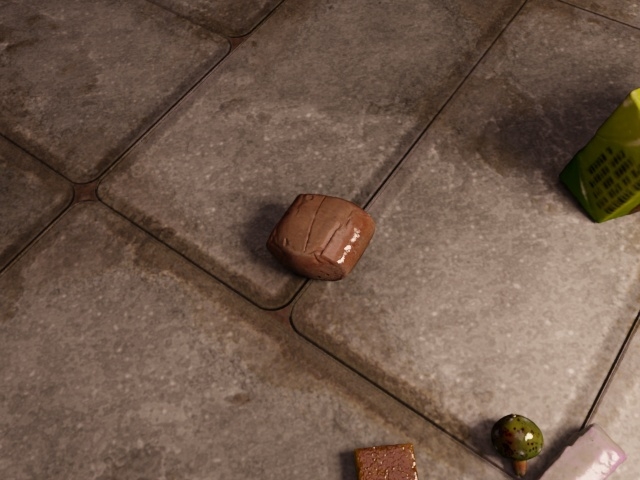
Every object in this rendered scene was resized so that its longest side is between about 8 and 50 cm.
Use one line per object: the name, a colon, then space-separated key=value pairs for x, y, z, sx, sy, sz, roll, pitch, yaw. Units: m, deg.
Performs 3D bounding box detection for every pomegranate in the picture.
pomegranate: x=0.286 y=0.300 z=0.854 sx=0.073 sy=0.073 sz=0.084 roll=23 pitch=90 yaw=17

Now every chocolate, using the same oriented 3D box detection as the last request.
chocolate: x=0.603 y=-0.160 z=0.961 sx=0.301 sy=0.288 sz=0.136 roll=-17 pitch=72 yaw=-5

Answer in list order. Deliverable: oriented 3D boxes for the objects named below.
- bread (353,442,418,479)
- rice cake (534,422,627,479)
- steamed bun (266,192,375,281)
bread: x=0.099 y=0.353 z=0.856 sx=0.090 sy=0.035 sz=0.094 roll=-7 pitch=61 yaw=1
rice cake: x=0.291 y=0.394 z=0.805 sx=0.365 sy=0.056 sz=0.073 roll=-38 pitch=62 yaw=-16
steamed bun: x=0.000 y=0.000 z=1.028 sx=0.175 sy=0.106 sz=0.144 roll=18 pitch=69 yaw=30
